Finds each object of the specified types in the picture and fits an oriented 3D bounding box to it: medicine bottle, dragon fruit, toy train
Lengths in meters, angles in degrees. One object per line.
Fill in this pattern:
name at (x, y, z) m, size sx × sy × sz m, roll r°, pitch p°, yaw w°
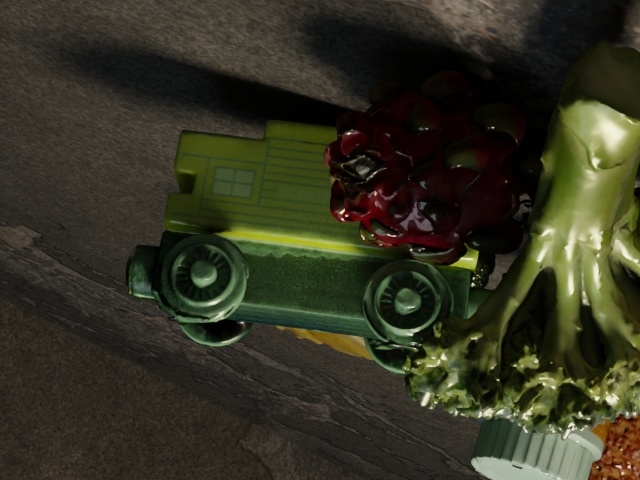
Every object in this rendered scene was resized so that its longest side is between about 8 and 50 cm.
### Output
medicine bottle at (0.294, 0.148, 1.764) m, size 0.158 × 0.318 × 0.158 m, roll 19°, pitch 161°, yaw 7°
dragon fruit at (0.144, -0.074, 1.510) m, size 0.273 × 0.218 × 0.198 m, roll -2°, pitch -165°, yaw 13°
toy train at (0.000, 0.000, 1.693) m, size 0.442 × 0.272 × 0.179 m, roll 7°, pitch 161°, yaw 4°

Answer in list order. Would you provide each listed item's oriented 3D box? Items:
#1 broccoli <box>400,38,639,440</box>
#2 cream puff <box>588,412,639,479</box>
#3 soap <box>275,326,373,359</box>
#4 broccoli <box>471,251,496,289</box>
broccoli at (0.290, -0.004, 1.410) m, size 0.275 × 0.397 × 0.353 m, roll 22°, pitch -159°, yaw 22°
cream puff at (0.534, 0.336, 2.205) m, size 0.350 × 0.228 × 0.350 m, roll 21°, pitch 163°, yaw 7°
soap at (0.015, 0.075, 2.104) m, size 0.339 × 0.169 × 0.304 m, roll 11°, pitch 160°, yaw 49°
broccoli at (0.155, 0.019, 1.852) m, size 0.145 × 0.138 × 0.162 m, roll 61°, pitch 170°, yaw -2°
